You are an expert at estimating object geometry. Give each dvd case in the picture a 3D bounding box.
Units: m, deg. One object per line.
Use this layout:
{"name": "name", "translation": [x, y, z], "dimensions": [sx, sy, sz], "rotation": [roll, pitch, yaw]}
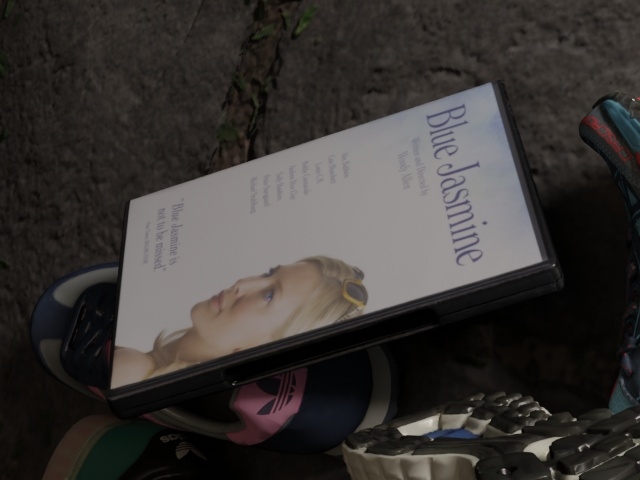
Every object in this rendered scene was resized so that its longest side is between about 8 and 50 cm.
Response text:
{"name": "dvd case", "translation": [0.000, 0.000, 0.735], "dimensions": [0.253, 0.022, 0.180], "rotation": [-17, 38, 10]}

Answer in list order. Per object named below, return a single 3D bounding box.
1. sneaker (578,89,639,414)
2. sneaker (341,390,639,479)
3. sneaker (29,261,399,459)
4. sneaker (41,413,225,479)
{"name": "sneaker", "translation": [0.179, 0.041, 0.632], "dimensions": [0.125, 0.104, 0.262], "rotation": [-40, 55, 25]}
{"name": "sneaker", "translation": [0.122, 0.158, 0.586], "dimensions": [0.330, 0.130, 0.147], "rotation": [175, 79, -71]}
{"name": "sneaker", "translation": [-0.107, 0.062, 0.833], "dimensions": [0.319, 0.131, 0.112], "rotation": [5, 81, 39]}
{"name": "sneaker", "translation": [-0.142, 0.265, 0.815], "dimensions": [0.121, 0.108, 0.302], "rotation": [5, 78, 44]}
